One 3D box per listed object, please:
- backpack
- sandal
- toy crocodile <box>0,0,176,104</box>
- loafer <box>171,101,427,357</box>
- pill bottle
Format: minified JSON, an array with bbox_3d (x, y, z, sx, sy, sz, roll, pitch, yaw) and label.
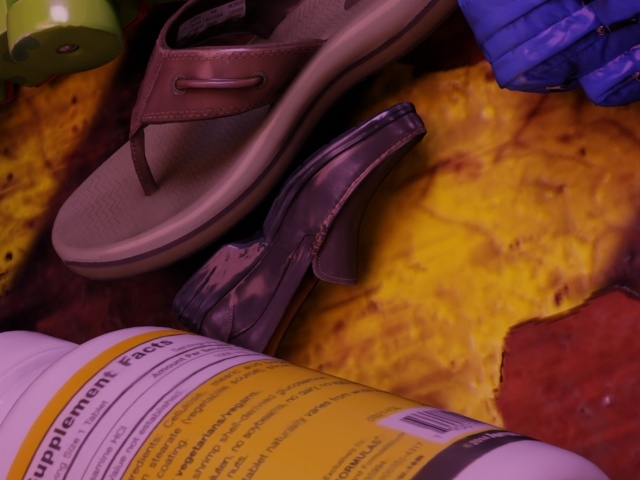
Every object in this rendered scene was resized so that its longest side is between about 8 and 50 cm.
[{"bbox_3d":[0.130,-0.111,0.849,0.120,0.098,0.101,-25,83,26],"label":"backpack"},{"bbox_3d":[-0.035,-0.100,0.947,0.303,0.086,0.120,-43,30,13],"label":"sandal"},{"bbox_3d":[-0.188,-0.129,1.085,0.340,0.105,0.115,-21,66,34],"label":"toy crocodile"},{"bbox_3d":[0.000,0.000,0.940,0.061,0.062,0.170,48,111,11],"label":"loafer"},{"bbox_3d":[-0.040,0.147,0.837,0.334,0.188,0.188,14,85,37],"label":"pill bottle"}]
